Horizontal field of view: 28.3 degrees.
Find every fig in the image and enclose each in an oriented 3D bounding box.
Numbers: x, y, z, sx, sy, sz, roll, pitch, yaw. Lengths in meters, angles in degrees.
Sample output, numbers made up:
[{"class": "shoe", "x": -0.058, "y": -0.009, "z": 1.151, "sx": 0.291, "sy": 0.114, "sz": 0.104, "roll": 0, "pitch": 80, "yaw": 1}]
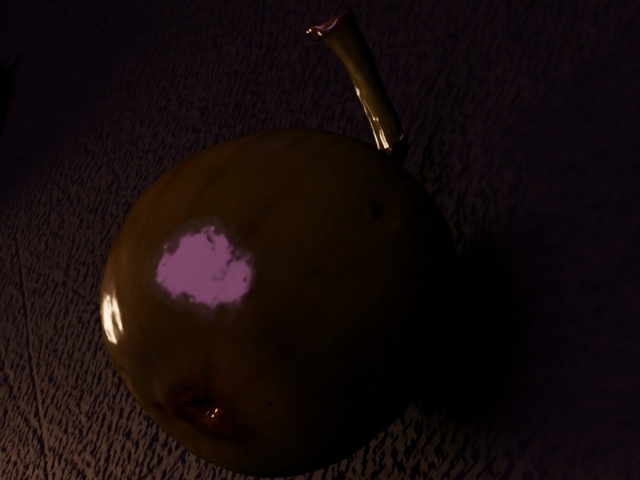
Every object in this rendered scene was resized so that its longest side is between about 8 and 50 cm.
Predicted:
[{"class": "fig", "x": -0.009, "y": 0.012, "z": 0.544, "sx": 0.142, "sy": 0.148, "sz": 0.186, "roll": -56, "pitch": -10, "yaw": 34}]
